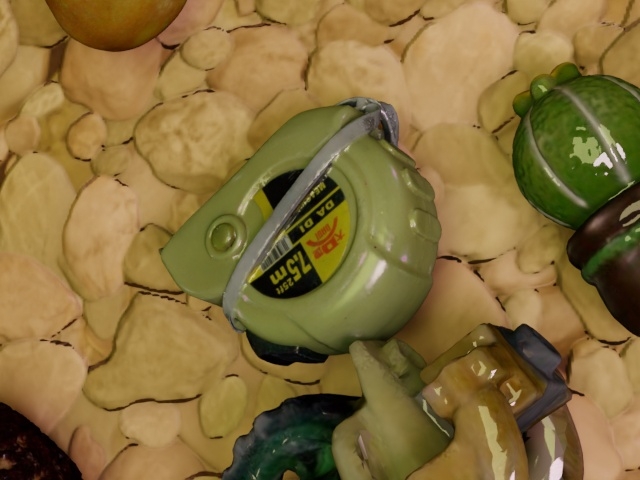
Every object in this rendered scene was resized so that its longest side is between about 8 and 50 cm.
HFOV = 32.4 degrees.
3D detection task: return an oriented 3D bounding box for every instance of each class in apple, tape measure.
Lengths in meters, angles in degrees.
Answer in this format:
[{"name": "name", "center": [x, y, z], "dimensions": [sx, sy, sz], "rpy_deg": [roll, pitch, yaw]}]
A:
[{"name": "apple", "center": [-0.149, -0.190, 0.775], "dimensions": [0.114, 0.099, 0.102], "rpy_deg": [42, 104, 18]}, {"name": "tape measure", "center": [0.000, 0.000, 0.695], "dimensions": [0.177, 0.087, 0.154], "rpy_deg": [-47, 55, 15]}]

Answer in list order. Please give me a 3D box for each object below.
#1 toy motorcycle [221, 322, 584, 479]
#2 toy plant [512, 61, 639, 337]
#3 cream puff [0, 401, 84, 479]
[{"name": "toy motorcycle", "center": [0.124, 0.215, 0.580], "dimensions": [0.237, 0.169, 0.410], "rpy_deg": [-47, 70, 11]}, {"name": "toy plant", "center": [0.170, -0.029, 0.626], "dimensions": [0.093, 0.093, 0.162], "rpy_deg": [-39, 69, 16]}, {"name": "cream puff", "center": [-0.271, 0.224, 0.752], "dimensions": [0.239, 0.165, 0.239], "rpy_deg": [-3, 81, 22]}]
